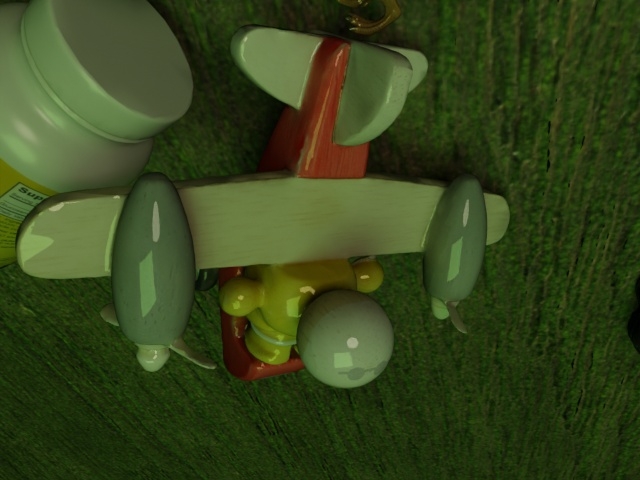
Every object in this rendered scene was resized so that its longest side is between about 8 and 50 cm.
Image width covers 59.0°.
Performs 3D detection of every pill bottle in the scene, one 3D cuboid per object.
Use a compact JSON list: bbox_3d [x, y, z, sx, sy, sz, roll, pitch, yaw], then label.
[{"bbox_3d":[-0.288,-0.101,0.546,0.333,0.188,0.188,-26,126,29],"label":"pill bottle"}]

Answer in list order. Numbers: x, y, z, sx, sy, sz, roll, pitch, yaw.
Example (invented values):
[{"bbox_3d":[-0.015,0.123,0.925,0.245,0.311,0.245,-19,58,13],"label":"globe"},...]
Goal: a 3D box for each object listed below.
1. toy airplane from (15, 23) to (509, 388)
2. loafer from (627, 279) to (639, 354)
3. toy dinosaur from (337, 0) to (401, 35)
[{"bbox_3d":[0.000,0.000,0.536,0.386,0.273,0.384,-31,144,5],"label":"toy airplane"},{"bbox_3d":[0.439,0.095,0.721,0.062,0.061,0.170,-5,133,15],"label":"loafer"},{"bbox_3d":[0.066,-0.224,0.460,0.211,0.064,0.112,27,131,-18],"label":"toy dinosaur"}]
